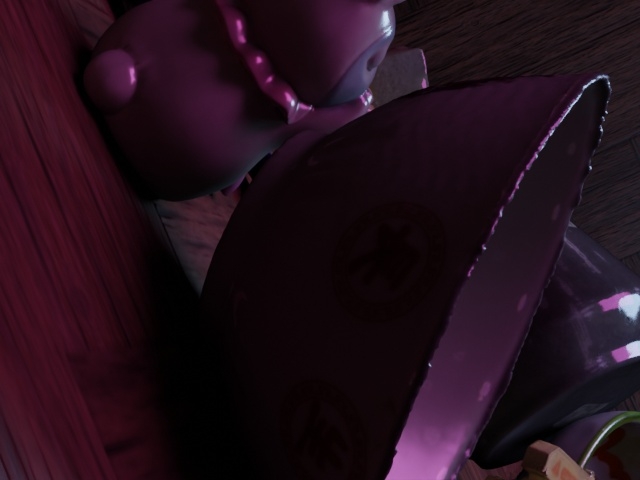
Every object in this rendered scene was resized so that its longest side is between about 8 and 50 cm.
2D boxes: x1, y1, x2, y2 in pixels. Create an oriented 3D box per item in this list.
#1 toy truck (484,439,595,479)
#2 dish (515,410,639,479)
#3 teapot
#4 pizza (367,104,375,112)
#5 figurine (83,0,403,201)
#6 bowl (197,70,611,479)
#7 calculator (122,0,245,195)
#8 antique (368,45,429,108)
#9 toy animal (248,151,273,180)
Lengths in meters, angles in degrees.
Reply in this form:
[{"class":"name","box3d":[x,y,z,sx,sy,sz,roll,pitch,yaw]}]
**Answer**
[{"class":"toy truck","box3d":[0.235,0.296,1.306,0.124,0.157,0.272,13,-18,41]},{"class":"dish","box3d":[0.280,0.345,1.573,0.324,0.124,0.324,-12,105,-51]},{"class":"teapot","box3d":[0.218,0.053,1.639,0.376,0.305,0.362,11,45,-59]},{"class":"pizza","box3d":[-0.005,-0.182,1.662,0.161,0.085,0.305,45,-1,19]},{"class":"figurine","box3d":[-0.014,-0.118,0.860,0.155,0.235,0.127,53,14,-53]},{"class":"bowl","box3d":[0.031,0.031,0.811,0.157,0.337,0.337,25,-2,15]},{"class":"calculator","box3d":[-0.119,-0.183,1.075,0.294,0.043,0.194,63,9,-10]},{"class":"antique","box3d":[0.093,-0.107,1.867,0.125,0.150,0.284,127,-53,-77]},{"class":"toy animal","box3d":[0.000,0.000,1.205,0.255,0.176,0.239,7,-55,58]}]
